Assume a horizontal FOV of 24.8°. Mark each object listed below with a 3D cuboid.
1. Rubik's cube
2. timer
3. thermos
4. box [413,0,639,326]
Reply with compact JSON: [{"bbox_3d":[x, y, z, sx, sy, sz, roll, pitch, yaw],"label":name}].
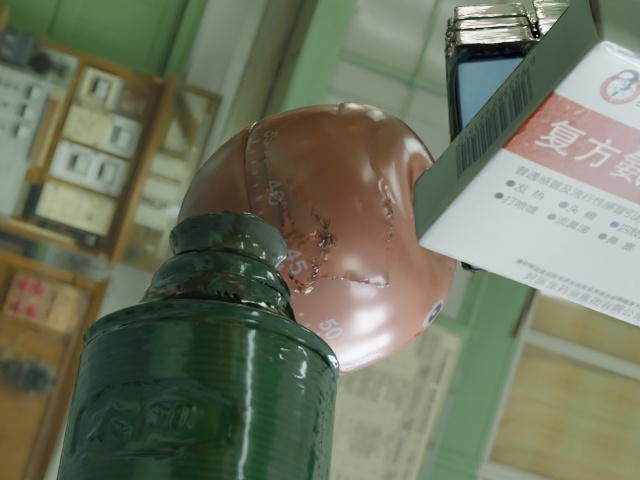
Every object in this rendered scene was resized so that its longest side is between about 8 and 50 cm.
[{"bbox_3d":[0.298,-0.139,1.792,0.288,0.283,0.294,-72,156,-71],"label":"Rubik's cube"},{"bbox_3d":[0.000,0.000,1.225,0.215,0.229,0.230,-24,-146,23],"label":"timer"},{"bbox_3d":[-0.028,0.082,0.352,0.073,0.083,0.188,-35,-139,49],"label":"thermos"},{"bbox_3d":[0.269,-0.024,1.006,0.214,0.353,0.069,-50,-150,42],"label":"box"}]
